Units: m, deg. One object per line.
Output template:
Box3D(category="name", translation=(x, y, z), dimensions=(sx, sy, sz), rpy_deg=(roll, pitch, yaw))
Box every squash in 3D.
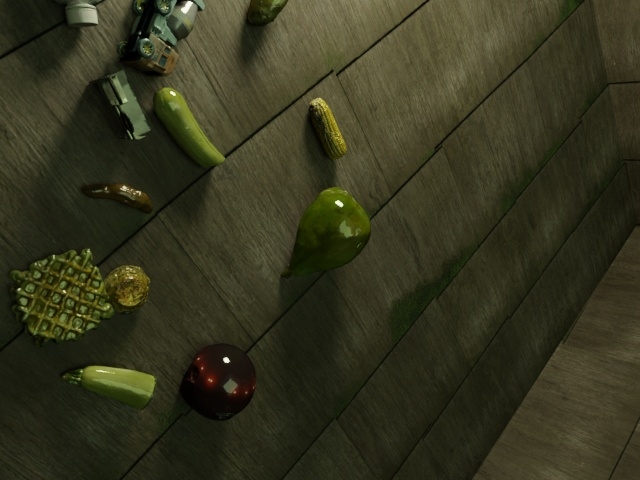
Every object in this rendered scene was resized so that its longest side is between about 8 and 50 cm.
Box3D(category="squash", translation=(-0.347, -0.287, 1.407), dimensions=(0.083, 0.083, 0.250), rpy_deg=(-49, 127, -21))
Box3D(category="squash", translation=(-0.543, 0.366, 1.376), dimensions=(0.224, 0.094, 0.094), rpy_deg=(24, 83, -33))

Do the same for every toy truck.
Box3D(category="toy truck", translation=(-0.381, -0.522, 1.320), dimensions=(0.140, 0.108, 0.257), rpy_deg=(27, 78, -53))

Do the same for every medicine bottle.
Box3D(category="medicine bottle", translation=(-0.544, -0.576, 1.198), dimensions=(0.119, 0.069, 0.183), rpy_deg=(-16, 109, -39))

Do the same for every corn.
Box3D(category="corn", translation=(0.022, -0.349, 1.700), dimensions=(0.072, 0.072, 0.203), rpy_deg=(-40, 119, -27))

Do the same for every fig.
Box3D(category="fig", translation=(0.029, -0.005, 1.709), dimensions=(0.233, 0.233, 0.314), rpy_deg=(4, 123, -39))

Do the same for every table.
Box3D(category="table", translation=(-0.456, -0.312, 1.248), dimensions=(0.062, 0.175, 0.146), rpy_deg=(-35, 118, -29))

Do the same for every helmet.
Box3D(category="helmet", translation=(-0.281, 0.400, 1.536), dimensions=(0.189, 0.193, 0.216), rpy_deg=(15, 59, -38))

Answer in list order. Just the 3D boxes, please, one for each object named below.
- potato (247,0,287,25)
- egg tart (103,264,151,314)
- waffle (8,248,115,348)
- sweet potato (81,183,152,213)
Box3D(category="potato", translation=(-0.138, -0.680, 1.490), dimensions=(0.188, 0.105, 0.085), rpy_deg=(-59, 147, 1))
Box3D(category="egg tart", translation=(-0.493, 0.127, 1.383), dimensions=(0.130, 0.052, 0.130), rpy_deg=(-5, 99, -37))
Box3D(category="waffle", translation=(-0.618, 0.142, 1.282), dimensions=(0.204, 0.054, 0.223), rpy_deg=(-26, 112, -33))
Box3D(category="sweet potato", translation=(-0.496, -0.114, 1.335), dimensions=(0.182, 0.054, 0.053), rpy_deg=(16, 79, -37))
